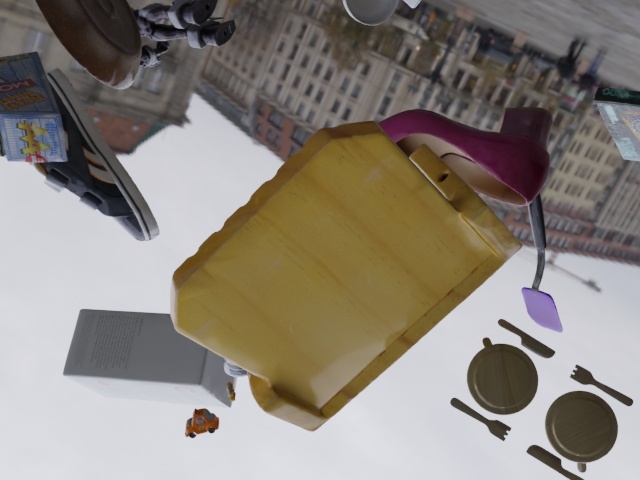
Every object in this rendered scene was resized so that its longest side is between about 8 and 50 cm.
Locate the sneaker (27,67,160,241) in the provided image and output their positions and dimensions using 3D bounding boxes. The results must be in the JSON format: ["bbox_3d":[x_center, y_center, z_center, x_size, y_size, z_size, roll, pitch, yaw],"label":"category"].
[{"bbox_3d":[-0.398,-0.116,1.287,0.321,0.127,0.126,57,163,-7],"label":"sneaker"}]

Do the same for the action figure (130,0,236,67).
[{"bbox_3d":[-0.308,-0.398,1.417,0.285,0.185,0.099,7,-126,23],"label":"action figure"}]

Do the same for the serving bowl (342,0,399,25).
[{"bbox_3d":[0.060,-0.318,0.986,0.083,0.083,0.027,13,-170,-32],"label":"serving bowl"}]

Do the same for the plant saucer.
[{"bbox_3d":[-0.272,-0.278,0.928,0.198,0.036,0.198,58,-164,-28],"label":"plant saucer"}]

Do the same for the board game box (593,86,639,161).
[{"bbox_3d":[0.467,-0.154,1.084,0.126,0.026,0.186,17,170,37],"label":"board game box"}]

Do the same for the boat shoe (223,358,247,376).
[{"bbox_3d":[-0.151,0.164,1.559,0.095,0.084,0.258,-4,-151,-4],"label":"boat shoe"}]

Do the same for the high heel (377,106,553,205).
[{"bbox_3d":[0.197,-0.128,1.306,0.377,0.181,0.127,-7,137,37],"label":"high heel"}]

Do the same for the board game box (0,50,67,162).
[{"bbox_3d":[-0.370,-0.137,0.860,0.194,0.060,0.194,-22,-140,-32],"label":"board game box"}]

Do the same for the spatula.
[{"bbox_3d":[0.417,0.038,1.483,0.030,0.296,0.084,-18,-161,-30],"label":"spatula"}]

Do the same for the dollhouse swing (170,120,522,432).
[{"bbox_3d":[0.000,0.000,0.946,0.305,0.347,0.315,42,-169,-26],"label":"dollhouse swing"}]

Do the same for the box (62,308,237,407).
[{"bbox_3d":[-0.389,0.281,1.841,0.346,0.168,0.215,2,156,15],"label":"box"}]

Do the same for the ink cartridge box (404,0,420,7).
[{"bbox_3d":[0.175,-0.474,1.231,0.104,0.180,0.060,42,-138,-3],"label":"ink cartridge box"}]

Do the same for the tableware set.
[{"bbox_3d":[0.270,0.201,0.959,0.194,0.128,0.039,32,174,10],"label":"tableware set"}]

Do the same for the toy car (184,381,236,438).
[{"bbox_3d":[-0.184,0.272,1.271,0.060,0.040,0.122,-8,-158,16],"label":"toy car"}]
